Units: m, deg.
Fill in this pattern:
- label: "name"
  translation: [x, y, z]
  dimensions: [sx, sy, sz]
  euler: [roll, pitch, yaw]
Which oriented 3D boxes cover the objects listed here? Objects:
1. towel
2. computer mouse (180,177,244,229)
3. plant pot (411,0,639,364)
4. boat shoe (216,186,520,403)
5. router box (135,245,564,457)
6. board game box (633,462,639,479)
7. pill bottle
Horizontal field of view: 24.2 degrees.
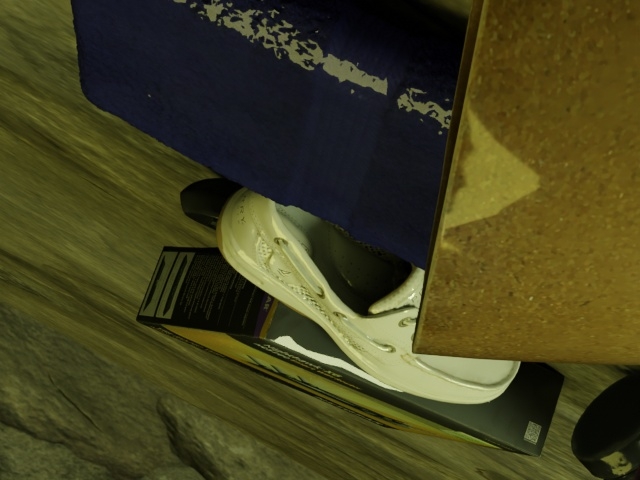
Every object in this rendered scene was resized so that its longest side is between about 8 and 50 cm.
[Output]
- label: "towel"
  translation: [0.005, -0.085, 0.868]
  dimensions: [0.308, 0.076, 0.228]
  euler: [26, 158, 4]
- label: "computer mouse"
  translation: [0.000, 0.000, 1.225]
  dimensions: [0.242, 0.041, 0.071]
  euler: [22, 169, -10]
- label: "plant pot"
  translation: [0.171, -0.063, 0.428]
  dimensions: [0.254, 0.237, 0.237]
  euler: [9, 163, 3]
- label: "boat shoe"
  translation: [0.052, 0.042, 1.144]
  dimensions: [0.277, 0.098, 0.096]
  euler: [30, 157, -18]
- label: "router box"
  translation: [0.024, 0.098, 1.342]
  dimensions: [0.309, 0.081, 0.243]
  euler: [26, 167, -29]
- label: "board game box"
  translation: [0.293, 0.093, 0.706]
  dimensions: [0.056, 0.208, 0.347]
  euler: [34, 164, -24]
- label: "pill bottle"
  translation: [0.307, 0.211, 1.205]
  dimensions: [0.219, 0.123, 0.123]
  euler: [44, 160, -15]
